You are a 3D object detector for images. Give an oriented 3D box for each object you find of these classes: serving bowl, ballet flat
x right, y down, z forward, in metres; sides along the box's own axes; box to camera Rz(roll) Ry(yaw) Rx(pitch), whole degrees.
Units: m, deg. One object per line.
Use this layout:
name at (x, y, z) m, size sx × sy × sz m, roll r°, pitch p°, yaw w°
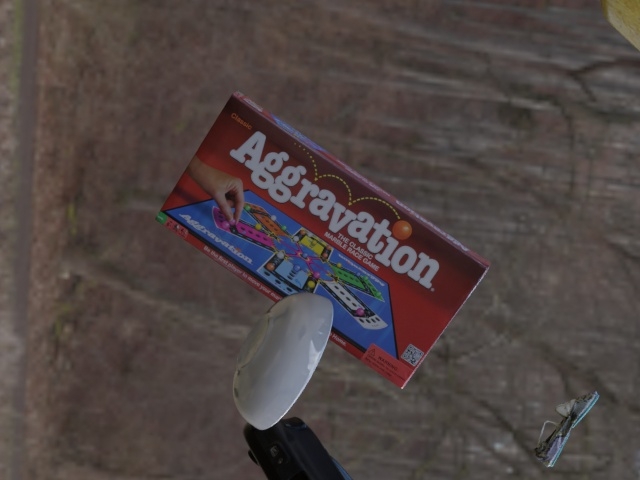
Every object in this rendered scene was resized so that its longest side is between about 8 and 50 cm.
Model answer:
serving bowl at (-0.026, 0.063, 0.738) m, size 0.083 × 0.027 × 0.083 m, roll -53°, pitch -163°, yaw 25°
ballet flat at (0.305, 0.231, 1.667) m, size 0.114 × 0.041 × 0.041 m, roll -56°, pitch -165°, yaw 3°

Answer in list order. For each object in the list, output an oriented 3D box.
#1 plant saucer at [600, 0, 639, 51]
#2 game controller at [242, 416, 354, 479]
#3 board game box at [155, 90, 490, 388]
plant saucer at (0.295, -0.111, 0.779) m, size 0.081 × 0.333 × 0.333 m, roll -47°, pitch 180°, yaw 33°
game controller at (0.029, 0.276, 1.178) m, size 0.166 × 0.067 × 0.319 m, roll 55°, pitch -3°, yaw -34°
board game box at (0.000, 0.000, 1.219) m, size 0.145 × 0.281 × 0.027 m, roll -57°, pitch 178°, yaw 16°
